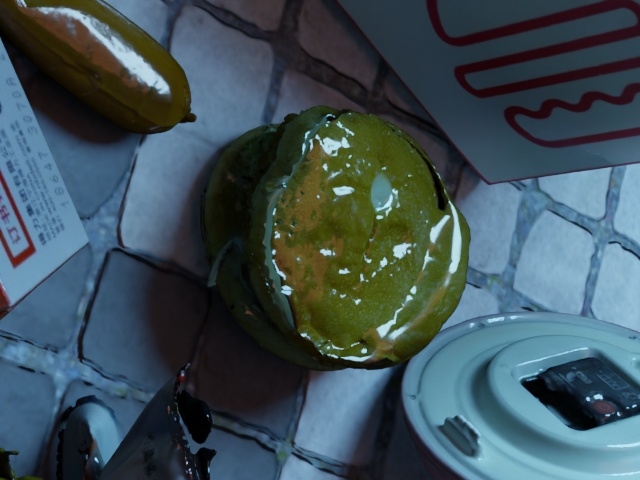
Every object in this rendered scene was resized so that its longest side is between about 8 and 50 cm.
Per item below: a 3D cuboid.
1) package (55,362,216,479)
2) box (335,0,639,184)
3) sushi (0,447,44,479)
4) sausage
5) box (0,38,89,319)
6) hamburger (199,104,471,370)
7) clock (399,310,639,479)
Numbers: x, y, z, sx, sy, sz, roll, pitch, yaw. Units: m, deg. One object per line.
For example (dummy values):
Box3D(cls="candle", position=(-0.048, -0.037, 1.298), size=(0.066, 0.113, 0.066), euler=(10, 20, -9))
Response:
Box3D(cls="package", position=(-0.093, 0.209, 0.817), size=(0.071, 0.194, 0.269), euler=(-3, 76, -32))
Box3D(cls="box", position=(0.195, -0.252, 0.995), size=(0.300, 0.312, 0.314), euler=(47, 59, -25))
Box3D(cls="sushi", position=(-0.207, 0.168, 0.698), size=(0.213, 0.200, 0.204), euler=(-3, 103, -37))
Box3D(cls="sausage", position=(-0.145, -0.120, 0.883), size=(0.183, 0.054, 0.062), euler=(36, 29, -29))
Box3D(cls="box", position=(-0.203, -0.068, 0.799), size=(0.123, 0.050, 0.229), euler=(-55, 125, -68))
Box3D(cls="hamburger", position=(0.000, 0.000, 0.957), size=(0.185, 0.113, 0.177), euler=(-19, 104, -29))
Box3D(cls="clock", position=(0.174, 0.119, 1.006), size=(0.244, 0.244, 0.056), euler=(-16, 126, -38))
